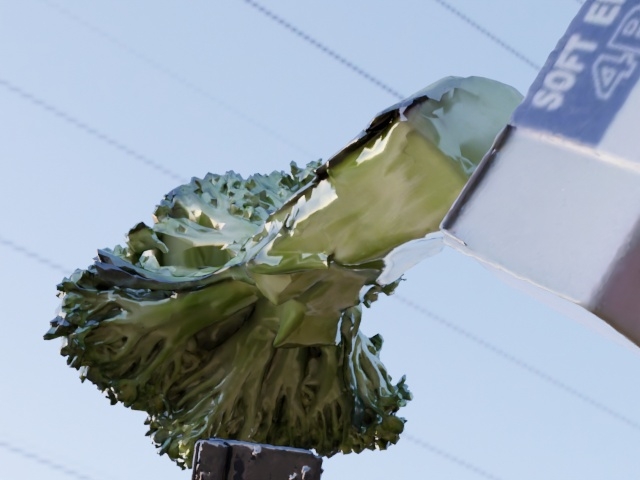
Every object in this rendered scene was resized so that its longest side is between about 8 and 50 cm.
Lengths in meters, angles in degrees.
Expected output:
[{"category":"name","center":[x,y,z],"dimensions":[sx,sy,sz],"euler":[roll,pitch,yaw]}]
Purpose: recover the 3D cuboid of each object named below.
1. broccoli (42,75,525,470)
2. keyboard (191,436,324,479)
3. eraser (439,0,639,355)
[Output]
[{"category":"broccoli","center":[0.019,0.005,0.929],"dimensions":[0.361,0.221,0.252],"euler":[-25,-25,36]},{"category":"keyboard","center":[-0.040,0.212,0.699],"dimensions":[0.072,0.231,0.023],"euler":[2,-10,30]},{"category":"eraser","center":[0.187,-0.088,0.708],"dimensions":[0.086,0.130,0.287],"euler":[35,-94,-36]}]
